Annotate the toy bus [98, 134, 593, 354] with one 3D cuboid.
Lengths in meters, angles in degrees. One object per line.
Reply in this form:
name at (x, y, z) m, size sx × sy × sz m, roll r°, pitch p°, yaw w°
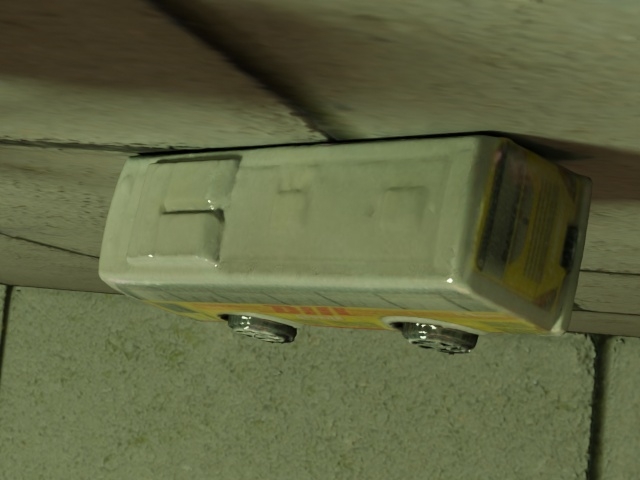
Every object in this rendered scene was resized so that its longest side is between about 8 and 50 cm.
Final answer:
toy bus at (0.000, 0.000, 0.706) m, size 0.268 × 0.092 × 0.106 m, roll 0°, pitch 164°, yaw 44°
